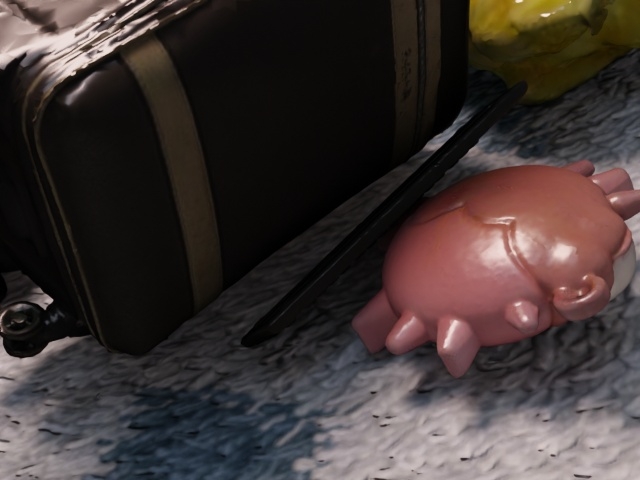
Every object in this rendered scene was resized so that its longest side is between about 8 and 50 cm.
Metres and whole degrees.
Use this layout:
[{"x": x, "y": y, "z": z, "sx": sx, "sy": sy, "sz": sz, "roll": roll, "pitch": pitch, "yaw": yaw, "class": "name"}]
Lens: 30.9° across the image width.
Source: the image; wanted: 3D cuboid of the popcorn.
[{"x": 0.195, "y": -0.268, "z": 1.024, "sx": 0.279, "sy": 0.274, "sz": 0.335, "roll": -6, "pitch": 30, "yaw": -39, "class": "popcorn"}]

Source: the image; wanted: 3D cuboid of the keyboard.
[{"x": 0.008, "y": 0.011, "z": 0.831, "sx": 0.381, "sy": 0.041, "sz": 0.103, "roll": -37, "pitch": 0, "yaw": -20, "class": "keyboard"}]

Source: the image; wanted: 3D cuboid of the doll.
[{"x": 0.116, "y": 0.007, "z": 0.786, "sx": 0.211, "sy": 0.093, "sz": 0.262, "roll": -36, "pitch": 21, "yaw": -17, "class": "doll"}]

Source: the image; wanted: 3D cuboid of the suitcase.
[{"x": -0.070, "y": -0.120, "z": 0.809, "sx": 0.434, "sy": 0.283, "sz": 0.194, "roll": -37, "pitch": 55, "yaw": -26, "class": "suitcase"}]
